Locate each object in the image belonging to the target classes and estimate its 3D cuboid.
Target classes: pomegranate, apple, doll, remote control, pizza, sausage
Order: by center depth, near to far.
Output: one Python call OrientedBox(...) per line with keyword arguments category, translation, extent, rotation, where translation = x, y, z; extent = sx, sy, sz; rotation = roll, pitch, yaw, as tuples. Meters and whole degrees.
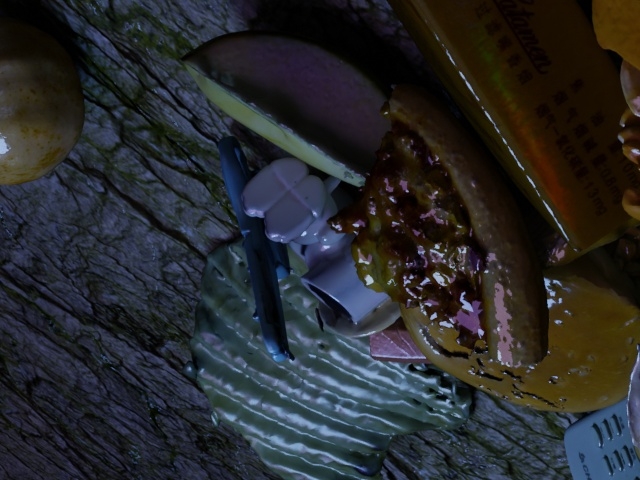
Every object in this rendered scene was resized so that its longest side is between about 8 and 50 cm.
OrientedBox(category="pizza", translation=(0.094, 0.000, 1.582), extent=(0.229, 0.081, 0.289), rotation=(-25, 90, 54))
OrientedBox(category="apple", translation=(0.002, -0.137, 1.767), extent=(0.265, 0.120, 0.193), rotation=(34, -179, 13))
OrientedBox(category="doll", translation=(0.010, 0.013, 1.873), extent=(0.208, 0.144, 0.271), rotation=(49, -177, 5))
OrientedBox(category="remote control", translation=(0.366, 0.232, 1.897), extent=(0.296, 0.056, 0.140), rotation=(-45, 59, 60))
OrientedBox(category="sausage", translation=(0.144, 0.114, 1.990), extent=(0.169, 0.065, 0.065), rotation=(1, 138, 20))
OrientedBox(category="pomegranate", translation=(-0.386, -0.168, 2.062), extent=(0.207, 0.207, 0.207), rotation=(27, 149, 18))

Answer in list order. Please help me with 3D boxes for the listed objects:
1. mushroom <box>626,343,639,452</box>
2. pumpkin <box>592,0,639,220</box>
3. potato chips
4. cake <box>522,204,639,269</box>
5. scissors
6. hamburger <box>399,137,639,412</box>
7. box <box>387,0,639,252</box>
OrientedBox(category="mushroom", translation=(0.431, 0.174, 1.649), extent=(0.195, 0.189, 0.253), rotation=(18, 132, 49))
OrientedBox(category="pumpkin", translation=(0.353, -0.115, 1.275), extent=(0.225, 0.256, 0.303), rotation=(12, 117, 48))
OrientedBox(category="potato chips", translation=(-0.006, 0.157, 2.193), extent=(0.389, 0.097, 0.373), rotation=(45, 133, -7))
OrientedBox(category="cake", translation=(0.256, -0.058, 1.542), extent=(0.080, 0.185, 0.116), rotation=(-116, 10, -60))
OrientedBox(category="scissors", translation=(-0.065, 0.020, 1.873), extent=(0.032, 0.393, 0.180), rotation=(-23, 121, 6))
OrientedBox(category="hamburger", translation=(0.217, 0.039, 1.728), extent=(0.284, 0.174, 0.304), rotation=(20, 149, 18))
OrientedBox(category="box", translation=(0.120, -0.213, 1.406), extent=(0.415, 0.116, 0.264), rotation=(54, -176, -26))
